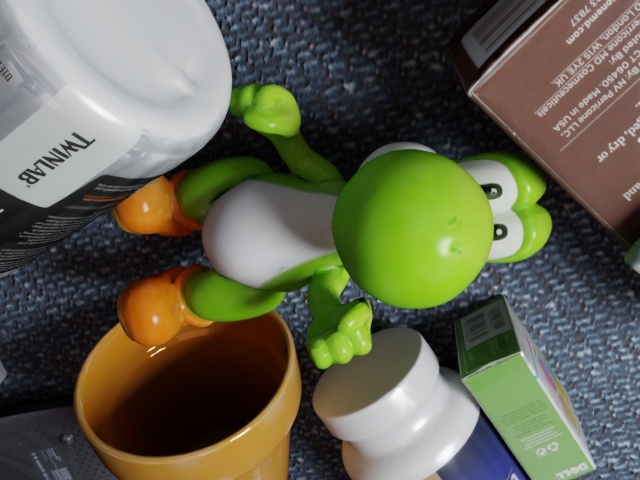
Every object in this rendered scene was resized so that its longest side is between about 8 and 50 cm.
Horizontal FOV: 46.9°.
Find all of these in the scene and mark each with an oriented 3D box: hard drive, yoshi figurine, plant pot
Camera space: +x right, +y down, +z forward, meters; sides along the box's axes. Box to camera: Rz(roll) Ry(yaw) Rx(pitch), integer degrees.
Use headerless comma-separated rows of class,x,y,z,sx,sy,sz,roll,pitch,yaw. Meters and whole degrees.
hard drive,-0.348,0.267,0.852,0.255,0.054,0.172,-16,111,12
yoshi figurine,-0.012,-0.008,0.580,0.362,0.203,0.203,-8,133,24
plant pot,-0.111,0.185,0.730,0.205,0.205,0.187,-5,129,7

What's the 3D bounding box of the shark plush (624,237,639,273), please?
shark plush,0.260,-0.037,0.461,0.067,0.073,0.161,33,121,24

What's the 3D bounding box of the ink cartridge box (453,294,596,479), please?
ink cartridge box,0.212,0.168,0.730,0.062,0.109,0.209,-30,108,17

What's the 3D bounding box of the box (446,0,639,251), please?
box,0.284,-0.055,0.580,0.381,0.191,0.143,42,111,-13

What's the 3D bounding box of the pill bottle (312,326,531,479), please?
pill bottle,0.116,0.224,0.739,0.153,0.153,0.264,-31,108,17

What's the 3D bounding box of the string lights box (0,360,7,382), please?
string lights box,-0.494,0.131,0.792,0.260,0.076,0.133,-10,112,9

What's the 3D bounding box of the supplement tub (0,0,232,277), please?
supplement tub,-0.252,-0.091,0.579,0.338,0.207,0.207,-27,110,31
